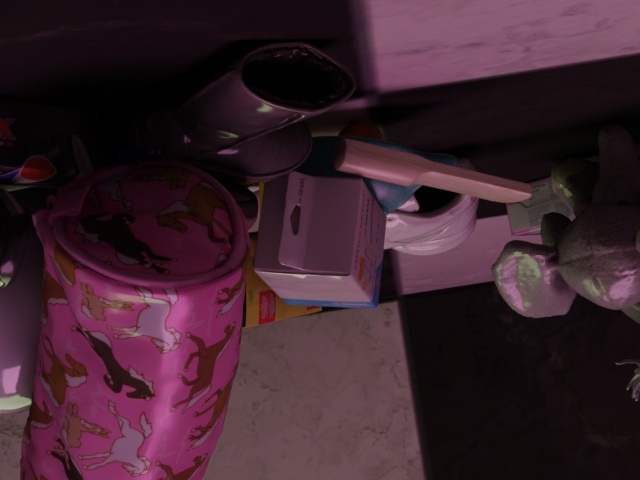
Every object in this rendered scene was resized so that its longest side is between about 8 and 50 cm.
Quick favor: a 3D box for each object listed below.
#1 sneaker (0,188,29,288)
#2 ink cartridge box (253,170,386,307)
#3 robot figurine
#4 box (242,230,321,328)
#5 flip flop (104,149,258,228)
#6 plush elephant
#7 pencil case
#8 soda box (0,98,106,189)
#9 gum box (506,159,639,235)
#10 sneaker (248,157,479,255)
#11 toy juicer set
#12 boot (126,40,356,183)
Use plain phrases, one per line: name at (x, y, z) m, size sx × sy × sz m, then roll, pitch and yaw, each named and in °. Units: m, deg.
sneaker at (-0.337, -0.022, 1.534) m, size 0.132 × 0.086 × 0.229 m, roll 11°, pitch -172°, yaw -40°
ink cartridge box at (0.000, 0.000, 1.703) m, size 0.090 × 0.092 × 0.143 m, roll 3°, pitch 166°, yaw 13°
robot figurine at (-0.253, 0.048, 1.794) m, size 0.300 × 0.200 × 0.353 m, roll -14°, pitch 180°, yaw 37°
box at (-0.070, 0.036, 1.757) m, size 0.058 × 0.087 × 0.232 m, roll -1°, pitch -178°, yaw 23°
flip flop at (-0.149, -0.032, 1.679) m, size 0.112 × 0.080 × 0.277 m, roll -1°, pitch -167°, yaw -36°
plush elephant at (0.337, -0.005, 2.061) m, size 0.272 × 0.330 × 0.255 m, roll -4°, pitch 157°, yaw 27°
pencil case at (-0.162, 0.108, 1.588) m, size 0.160 × 0.167 × 0.386 m, roll -18°, pitch 142°, yaw -27°
soda box at (-0.243, -0.076, 1.509) m, size 0.053 × 0.060 × 0.169 m, roll -14°, pitch 171°, yaw 32°
gum box at (0.329, -0.051, 2.382) m, size 0.188 × 0.062 × 0.107 m, roll -15°, pitch 170°, yaw 41°
sneaker at (0.027, -0.039, 2.050) m, size 0.305 × 0.114 × 0.152 m, roll -11°, pitch 160°, yaw -11°
toy juicer set at (0.009, -0.077, 1.769) m, size 0.209 × 0.089 × 0.329 m, roll 19°, pitch 162°, yaw -40°
boot at (-0.038, -0.106, 1.535) m, size 0.190 × 0.076 × 0.208 m, roll -6°, pitch 166°, yaw -37°
